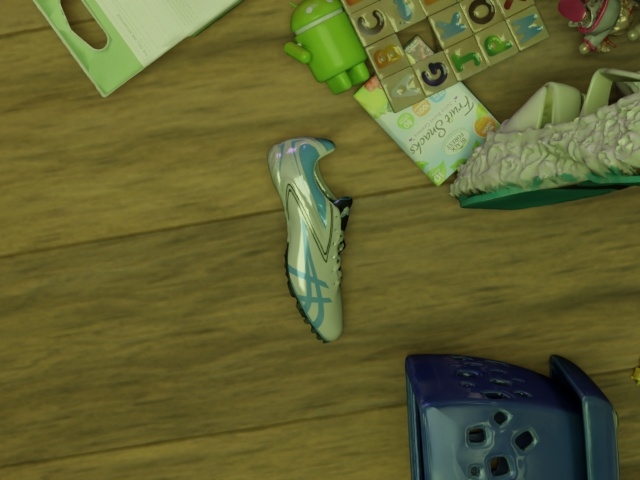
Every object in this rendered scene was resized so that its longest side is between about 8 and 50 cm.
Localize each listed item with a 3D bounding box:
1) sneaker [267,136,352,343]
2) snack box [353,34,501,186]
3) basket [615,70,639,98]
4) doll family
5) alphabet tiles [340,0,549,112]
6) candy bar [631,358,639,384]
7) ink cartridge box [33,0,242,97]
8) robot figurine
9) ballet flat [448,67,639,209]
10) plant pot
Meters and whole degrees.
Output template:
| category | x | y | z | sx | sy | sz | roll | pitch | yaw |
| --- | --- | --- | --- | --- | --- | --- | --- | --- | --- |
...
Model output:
| category | x | y | z | sx | sy | sz | roll | pitch | yaw |
| --- | --- | --- | --- | --- | --- | --- | --- | --- | --- |
| sneaker | 0.000 | 0.000 | 1.718 | 0.086 | 0.085 | 0.237 | -9 | 99 | 10 |
| snack box | 0.120 | -0.146 | 1.712 | 0.100 | 0.037 | 0.141 | -43 | 94 | 9 |
| basket | 0.391 | -0.130 | 1.636 | 0.113 | 0.167 | 0.103 | -16 | 104 | 6 |
| doll family | 0.367 | -0.303 | 1.618 | 0.118 | 0.163 | 0.263 | 29 | 102 | 31 |
| alphabet tiles | 0.117 | -0.288 | 1.678 | 0.198 | 0.009 | 0.237 | -27 | 94 | -8 |
| candy bar | 0.438 | 0.165 | 1.750 | 0.161 | 0.018 | 0.040 | 14 | 96 | 2 |
| ink cartridge box | -0.192 | -0.295 | 1.700 | 0.235 | 0.056 | 0.171 | -35 | 95 | 11 |
| robot figurine | 0.010 | -0.221 | 1.692 | 0.101 | 0.067 | 0.115 | -28 | 95 | -19 |
| ballet flat | 0.277 | -0.104 | 1.564 | 0.147 | 0.409 | 0.147 | 1 | 87 | -28 |
| plant pot | 0.209 | 0.251 | 1.675 | 0.212 | 0.236 | 0.236 | -5 | 98 | -2 |
